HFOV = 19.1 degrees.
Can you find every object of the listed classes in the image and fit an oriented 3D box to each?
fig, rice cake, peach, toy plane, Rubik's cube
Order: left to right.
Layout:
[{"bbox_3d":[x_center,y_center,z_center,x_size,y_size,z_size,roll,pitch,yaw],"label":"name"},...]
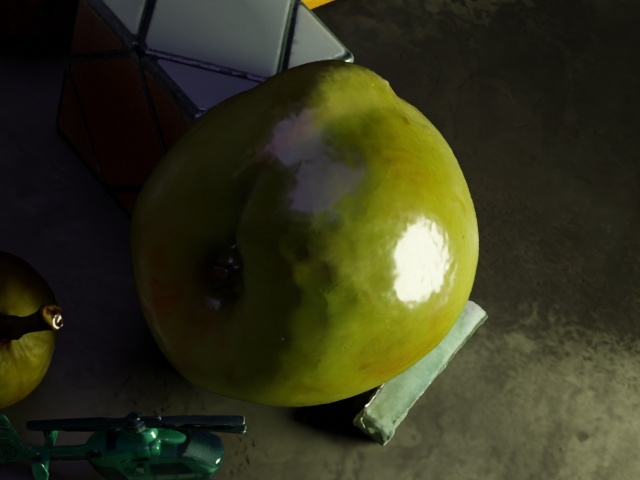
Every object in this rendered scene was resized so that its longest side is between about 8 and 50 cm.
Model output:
[{"bbox_3d":[-0.288,0.077,1.652,0.170,0.274,0.146,-3,89,-28],"label":"fig"},{"bbox_3d":[-0.179,0.187,1.682,0.235,0.096,0.060,-2,45,5],"label":"toy plane"},{"bbox_3d":[-0.120,-0.150,1.917,0.205,0.205,0.207,-23,59,-32],"label":"Rubik's cube"},{"bbox_3d":[-0.007,0.005,1.747,0.281,0.314,0.315,49,24,26],"label":"peach"},{"bbox_3d":[0.096,0.125,1.857,0.043,0.034,0.211,38,49,6],"label":"rice cake"}]

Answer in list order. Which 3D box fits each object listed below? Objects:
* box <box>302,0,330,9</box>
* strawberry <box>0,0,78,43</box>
[{"bbox_3d":[-0.101,-0.340,2.167,0.274,0.091,0.221,-28,61,-35],"label":"box"},{"bbox_3d":[-0.300,-0.317,1.974,0.253,0.280,0.150,4,51,-26],"label":"strawberry"}]
